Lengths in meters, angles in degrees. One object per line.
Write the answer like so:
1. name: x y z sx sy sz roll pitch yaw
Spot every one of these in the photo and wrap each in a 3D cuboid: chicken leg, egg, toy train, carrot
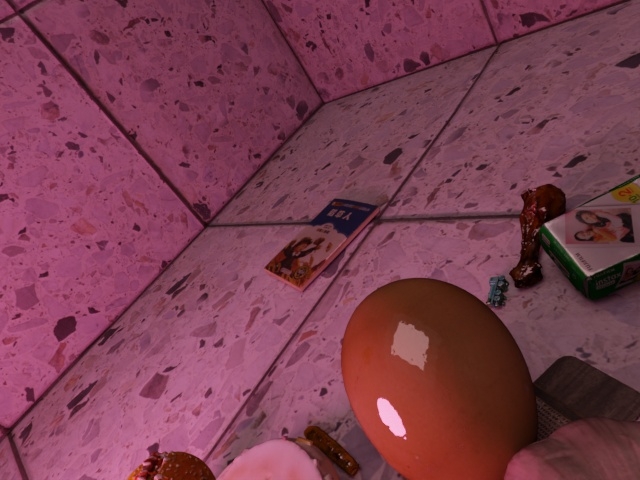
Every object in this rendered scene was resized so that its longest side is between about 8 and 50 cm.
1. chicken leg: 0.522 -0.011 1.077 0.113 0.093 0.305 -24 33 59
2. egg: 0.196 0.238 0.760 0.300 0.301 0.374 -34 56 5
3. toy train: 0.416 0.120 1.044 0.045 0.029 0.092 -17 34 46
4. carrot: 0.021 0.456 0.965 0.042 0.042 0.170 -47 31 -19

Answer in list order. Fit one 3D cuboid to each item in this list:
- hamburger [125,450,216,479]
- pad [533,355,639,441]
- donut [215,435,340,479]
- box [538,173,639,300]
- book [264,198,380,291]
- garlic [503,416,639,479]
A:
1. hamburger: -0.335 0.610 0.937 0.152 0.226 0.295 -57 15 32
2. pad: 0.370 0.276 0.827 0.250 0.055 0.323 -41 46 -8
3. donut: -0.099 0.566 0.818 0.382 0.142 0.383 -28 29 17
4. box: 0.607 -0.008 0.902 0.249 0.103 0.180 -30 45 12
5. book: 0.000 0.000 1.685 0.428 0.039 0.300 -46 29 -17
6. garlic: 0.350 0.370 0.510 0.316 0.260 0.318 -2 58 2
